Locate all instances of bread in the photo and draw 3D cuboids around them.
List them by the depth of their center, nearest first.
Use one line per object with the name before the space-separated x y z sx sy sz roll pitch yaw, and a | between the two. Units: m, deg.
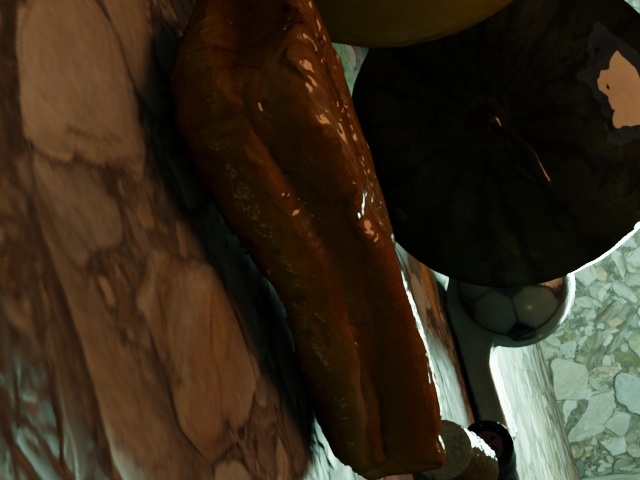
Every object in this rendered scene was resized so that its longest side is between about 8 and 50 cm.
bread | 0.002 -0.001 0.562 0.139 0.077 0.271 -95 166 -52

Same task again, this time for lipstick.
lipstick | 0.195 0.241 1.157 0.234 0.053 0.053 50 27 -65

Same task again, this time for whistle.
whistle | 0.235 0.088 1.277 0.163 0.163 0.290 4 71 -77

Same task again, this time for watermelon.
watermelon | 0.163 -0.098 0.912 0.359 0.278 0.279 -26 100 -74

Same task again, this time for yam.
yam | 0.111 0.179 0.869 0.132 0.054 0.054 46 31 -63

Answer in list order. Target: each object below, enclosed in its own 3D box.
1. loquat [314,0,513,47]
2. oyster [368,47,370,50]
loquat | 0.052 -0.249 0.644 0.275 0.274 0.275 -16 90 -77
oyster | 0.104 -0.248 1.173 0.337 0.133 0.198 36 36 -61
